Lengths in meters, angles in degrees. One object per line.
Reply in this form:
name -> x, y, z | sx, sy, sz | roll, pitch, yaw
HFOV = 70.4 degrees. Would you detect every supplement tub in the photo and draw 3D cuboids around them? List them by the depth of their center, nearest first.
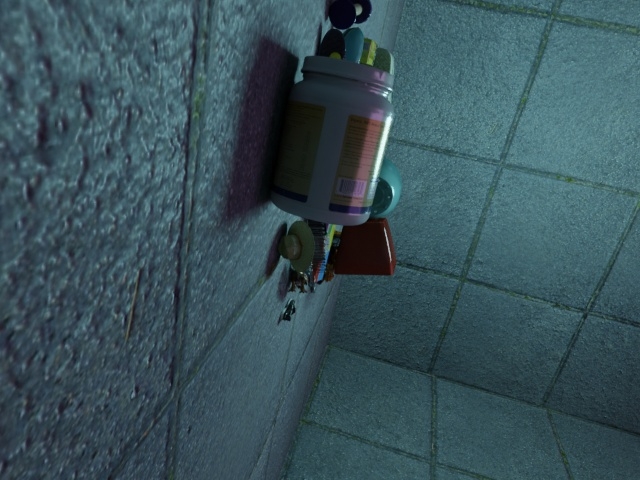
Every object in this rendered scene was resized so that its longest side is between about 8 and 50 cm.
supplement tub -> 0.028, -0.210, 0.978 | 0.228, 0.228, 0.316 | -48, 151, -74

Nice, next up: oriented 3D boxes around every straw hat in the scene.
straw hat -> -0.079, 0.018, 1.233 | 0.061, 0.144, 0.144 | -4, 115, -37

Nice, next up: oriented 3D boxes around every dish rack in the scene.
dish rack -> -0.014, 0.033, 1.514 | 0.208, 0.074, 0.272 | 80, 8, -69

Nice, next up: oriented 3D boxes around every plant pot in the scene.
plant pot -> 0.233, -0.229, 2.081 | 0.235, 0.293, 0.293 | -75, 177, -70
plant pot -> 0.214, 0.017, 2.126 | 0.267, 0.267, 0.236 | -37, 126, -74

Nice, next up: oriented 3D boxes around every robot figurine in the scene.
robot figurine -> 0.048, 0.084, 2.202 | 0.291, 0.085, 0.211 | -65, 166, -53

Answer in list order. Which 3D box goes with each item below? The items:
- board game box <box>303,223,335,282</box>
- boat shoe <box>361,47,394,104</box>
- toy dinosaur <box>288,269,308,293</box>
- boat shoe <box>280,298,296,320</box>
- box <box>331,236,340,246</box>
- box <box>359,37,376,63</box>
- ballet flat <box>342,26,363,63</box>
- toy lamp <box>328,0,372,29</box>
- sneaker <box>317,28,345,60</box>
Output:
board game box -> 0.000, 0.000, 1.778 | 0.242, 0.064, 0.317 | 6, 98, -82
boat shoe -> 0.219, -0.548, 1.924 | 0.156, 0.186, 0.500 | 13, 86, -76
toy dinosaur -> -0.078, 0.116, 1.526 | 0.211, 0.064, 0.112 | 85, 3, -68
boat shoe -> -0.104, 0.242, 1.574 | 0.125, 0.038, 0.046 | -52, 156, -71
box -> 0.042, 0.000, 2.007 | 0.067, 0.083, 0.018 | -59, 162, -66
box -> 0.171, -0.713, 1.715 | 0.232, 0.058, 0.087 | -55, 159, -68
ballet flat -> 0.050, -0.469, 1.271 | 0.087, 0.083, 0.247 | 34, -68, 61
toy lamp -> 0.089, -0.620, 1.228 | 0.275, 0.080, 0.080 | -64, 166, -55
sneaker -> 0.020, -0.434, 1.168 | 0.082, 0.069, 0.209 | -110, -161, -55
